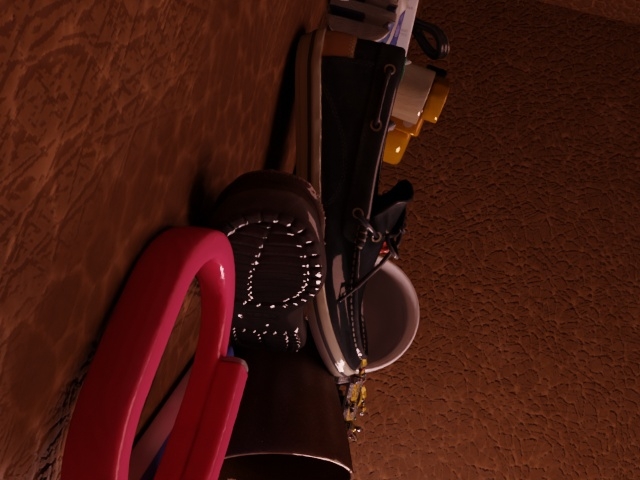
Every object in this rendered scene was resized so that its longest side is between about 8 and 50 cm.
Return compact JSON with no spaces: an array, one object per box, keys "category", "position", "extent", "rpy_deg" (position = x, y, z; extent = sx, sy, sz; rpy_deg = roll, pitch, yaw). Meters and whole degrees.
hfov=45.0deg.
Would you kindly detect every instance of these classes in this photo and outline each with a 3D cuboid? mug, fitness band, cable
[{"category":"mug","position":[0.071,0.145,1.926],"extent":[0.328,0.276,0.374],"rpy_deg":[105,-29,-79]},{"category":"fitness band","position":[-0.122,0.127,0.642],"extent":[0.209,0.054,0.291],"rpy_deg":[78,21,-53]},{"category":"cable","position":[0.203,-0.481,1.700],"extent":[0.287,0.072,0.140],"rpy_deg":[34,-53,51]}]

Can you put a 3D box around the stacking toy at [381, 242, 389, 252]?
[{"category":"stacking toy","position":[0.079,-0.002,1.497],"extent":[0.280,0.130,0.309],"rpy_deg":[104,5,-51]}]

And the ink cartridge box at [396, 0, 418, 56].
[{"category":"ink cartridge box","position":[0.160,-0.550,1.462],"extent":[0.308,0.091,0.385],"rpy_deg":[-79,-178,-62]}]

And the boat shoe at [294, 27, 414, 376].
[{"category":"boat shoe","position":[0.052,-0.037,1.073],"extent":[0.187,0.155,0.501],"rpy_deg":[-76,166,-72]}]

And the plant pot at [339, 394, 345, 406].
[{"category":"plant pot","position":[-0.055,0.401,1.683],"extent":[0.167,0.187,0.188],"rpy_deg":[-62,176,10]}]

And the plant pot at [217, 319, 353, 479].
[{"category":"plant pot","position":[-0.059,0.235,1.141],"extent":[0.215,0.215,0.231],"rpy_deg":[97,-5,-57]}]

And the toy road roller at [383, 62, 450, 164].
[{"category":"toy road roller","position":[0.151,-0.286,1.707],"extent":[0.329,0.202,0.241],"rpy_deg":[-63,173,-72]}]

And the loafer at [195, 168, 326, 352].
[{"category":"loafer","position":[-0.064,0.013,0.863],"extent":[0.366,0.133,0.130],"rpy_deg":[105,-8,-64]}]

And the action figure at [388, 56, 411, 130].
[{"category":"action figure","position":[0.093,-0.212,1.362],"extent":[0.232,0.063,0.137],"rpy_deg":[-71,-158,10]}]

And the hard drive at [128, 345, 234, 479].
[{"category":"hard drive","position":[-0.170,0.271,0.822],"extent":[0.319,0.040,0.210],"rpy_deg":[-61,165,-67]}]

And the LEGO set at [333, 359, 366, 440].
[{"category":"LEGO set","position":[0.012,0.318,1.324],"extent":[0.255,0.192,0.332],"rpy_deg":[20,86,-54]}]

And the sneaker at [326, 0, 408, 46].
[{"category":"sneaker","position":[0.083,-0.380,1.258],"extent":[0.182,0.127,0.316],"rpy_deg":[104,9,-63]}]
